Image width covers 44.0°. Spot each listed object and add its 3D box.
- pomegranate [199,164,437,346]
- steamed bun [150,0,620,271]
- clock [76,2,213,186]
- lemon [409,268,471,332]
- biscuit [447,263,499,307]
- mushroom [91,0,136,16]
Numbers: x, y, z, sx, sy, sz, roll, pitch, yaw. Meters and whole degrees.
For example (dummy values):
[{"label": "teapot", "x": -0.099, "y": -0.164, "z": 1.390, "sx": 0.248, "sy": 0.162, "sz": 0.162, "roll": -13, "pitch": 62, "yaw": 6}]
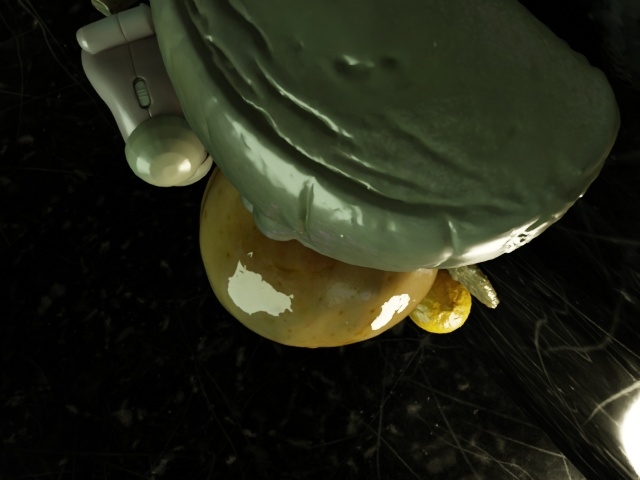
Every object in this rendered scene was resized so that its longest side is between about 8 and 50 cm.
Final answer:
[{"label": "pomegranate", "x": 0.000, "y": 0.000, "z": 1.271, "sx": 0.411, "sy": 0.411, "sz": 0.411, "roll": 49, "pitch": 178, "yaw": 2}, {"label": "steamed bun", "x": 0.010, "y": -0.124, "z": 0.596, "sx": 0.383, "sy": 0.236, "sz": 0.247, "roll": 48, "pitch": 177, "yaw": 11}, {"label": "clock", "x": -0.325, "y": -0.263, "z": 1.558, "sx": 0.342, "sy": 0.184, "sz": 0.326, "roll": -72, "pitch": -41, "yaw": -83}, {"label": "lemon", "x": 0.252, "y": 0.126, "z": 1.731, "sx": 0.142, "sy": 0.142, "sz": 0.187, "roll": 50, "pitch": -175, "yaw": -22}, {"label": "biscuit", "x": 0.258, "y": 0.044, "z": 1.494, "sx": 0.220, "sy": 0.033, "sz": 0.220, "roll": 49, "pitch": 178, "yaw": 3}, {"label": "mushroom", "x": -0.351, "y": -0.516, "z": 1.565, "sx": 0.207, "sy": 0.215, "sz": 0.207, "roll": 49, "pitch": 172, "yaw": 10}]
